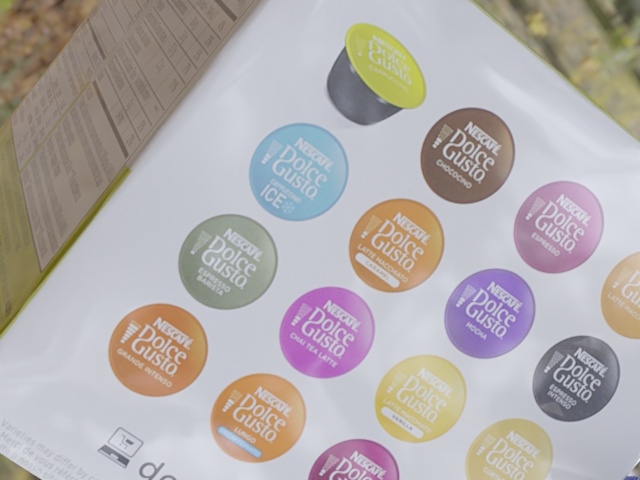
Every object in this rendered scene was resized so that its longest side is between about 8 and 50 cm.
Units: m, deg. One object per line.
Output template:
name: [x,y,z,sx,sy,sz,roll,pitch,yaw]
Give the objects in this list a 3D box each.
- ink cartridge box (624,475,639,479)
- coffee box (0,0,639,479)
ink cartridge box: [0.229,0.211,1.025,0.065,0.186,0.311,-61,-178,-8]
coffee box: [0.000,0.000,1.014,0.334,0.337,0.338,-51,-159,6]
